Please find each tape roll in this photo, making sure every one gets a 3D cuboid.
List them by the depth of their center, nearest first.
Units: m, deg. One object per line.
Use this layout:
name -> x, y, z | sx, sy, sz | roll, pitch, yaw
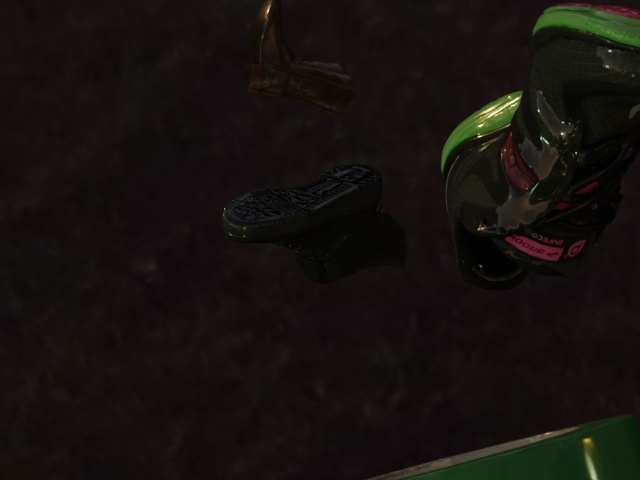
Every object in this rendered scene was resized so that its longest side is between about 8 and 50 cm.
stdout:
tape roll -> 0.124, 0.225, 1.465 | 0.321, 0.321, 0.077 | -15, 84, 4

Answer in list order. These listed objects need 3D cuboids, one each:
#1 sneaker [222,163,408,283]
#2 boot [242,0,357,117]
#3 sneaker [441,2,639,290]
sneaker -> -0.002, -0.001, 1.241 | 0.170, 0.089, 0.051 | -21, 38, -38
boot -> -0.013, -0.181, 1.666 | 0.114, 0.106, 0.037 | 11, 6, -24
sneaker -> 0.244, -0.074, 1.602 | 0.185, 0.483, 0.202 | 8, 70, -9
